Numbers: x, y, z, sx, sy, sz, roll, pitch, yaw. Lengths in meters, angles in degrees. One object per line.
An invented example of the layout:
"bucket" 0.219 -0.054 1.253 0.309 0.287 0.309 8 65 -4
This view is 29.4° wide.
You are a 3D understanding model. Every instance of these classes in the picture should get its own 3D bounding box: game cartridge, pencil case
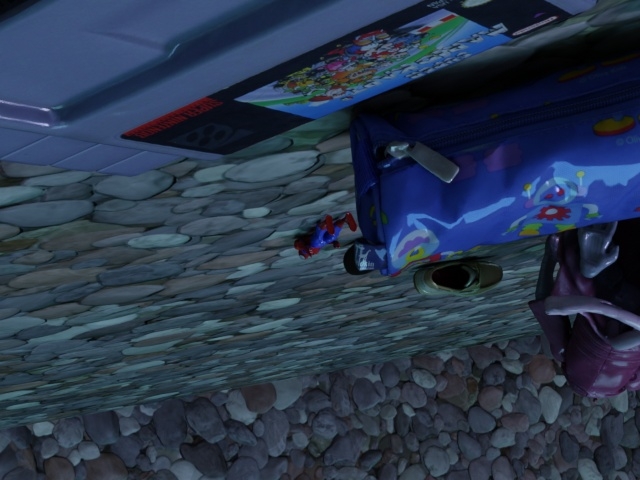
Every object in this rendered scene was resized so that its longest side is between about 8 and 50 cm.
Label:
"game cartridge" -0.029 -0.107 0.552 0.355 0.068 0.230 -19 164 31
"pencil case" 0.164 -0.062 0.838 0.306 0.119 0.133 -13 161 3

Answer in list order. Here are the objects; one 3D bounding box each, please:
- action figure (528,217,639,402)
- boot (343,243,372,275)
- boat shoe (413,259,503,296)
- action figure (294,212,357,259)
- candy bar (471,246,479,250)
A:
"action figure" 0.375 0.109 1.484 0.248 0.275 0.370 16 140 9
"boot" 0.096 0.008 1.359 0.114 0.037 0.106 -8 168 -46
"boat shoe" 0.194 0.051 1.651 0.135 0.050 0.045 -7 174 -25
"action figure" 0.000 0.000 1.224 0.038 0.030 0.115 -13 173 -23
"candy bar" 0.184 -0.018 1.298 0.040 0.018 0.161 -10 160 -30
